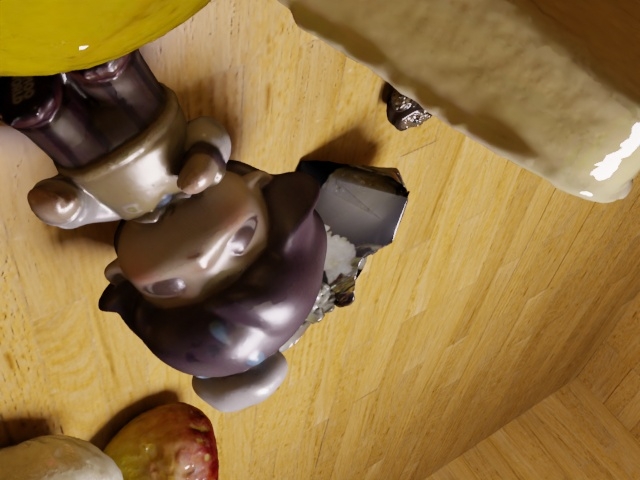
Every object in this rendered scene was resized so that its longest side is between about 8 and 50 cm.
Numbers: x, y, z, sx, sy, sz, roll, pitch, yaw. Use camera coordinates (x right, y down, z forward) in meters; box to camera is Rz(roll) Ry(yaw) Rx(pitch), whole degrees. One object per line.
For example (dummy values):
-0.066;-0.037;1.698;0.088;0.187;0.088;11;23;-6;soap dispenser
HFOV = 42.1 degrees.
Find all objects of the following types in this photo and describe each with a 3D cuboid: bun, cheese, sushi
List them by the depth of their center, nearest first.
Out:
0.133;-0.182;0.641;0.384;0.384;0.104;-13;147;-41;cheese
-0.361;0.313;0.996;0.231;0.133;0.231;-31;159;-14;bun
0.013;0.016;1.049;0.109;0.134;0.272;-55;168;-61;sushi

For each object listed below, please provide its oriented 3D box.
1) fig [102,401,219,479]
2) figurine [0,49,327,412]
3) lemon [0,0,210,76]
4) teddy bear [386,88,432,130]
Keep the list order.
-0.263;0.325;1.162;0.257;0.159;0.159;-19;152;3;fig
-0.114;-0.017;0.736;0.218;0.206;0.365;-49;153;-14;figurine
-0.133;-0.219;0.334;0.297;0.297;0.297;-30;151;-19;lemon
0.123;-0.189;0.924;0.160;0.078;0.119;-41;180;39;teddy bear
